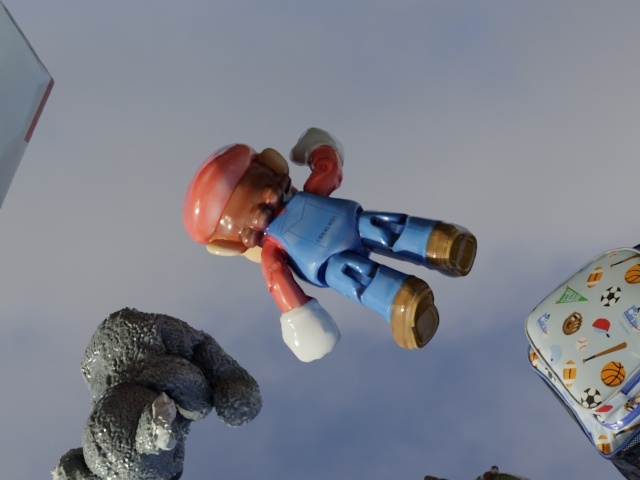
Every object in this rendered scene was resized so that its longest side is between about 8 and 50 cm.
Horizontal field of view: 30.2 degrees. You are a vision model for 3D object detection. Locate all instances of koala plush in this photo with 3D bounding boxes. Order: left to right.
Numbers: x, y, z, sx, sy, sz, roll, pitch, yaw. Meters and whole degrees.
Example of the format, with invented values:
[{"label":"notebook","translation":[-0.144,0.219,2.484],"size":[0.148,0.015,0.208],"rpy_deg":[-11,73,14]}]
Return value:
[{"label":"koala plush","translation":[-0.206,0.202,1.349],"size":[0.196,0.203,0.221],"rpy_deg":[-31,-164,23]}]

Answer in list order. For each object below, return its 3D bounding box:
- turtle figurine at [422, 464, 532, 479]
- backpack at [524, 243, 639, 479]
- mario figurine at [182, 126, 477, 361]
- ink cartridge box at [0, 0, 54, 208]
[{"label":"turtle figurine","translation":[0.232,0.358,1.573],"size":[0.234,0.118,0.175],"rpy_deg":[-4,-178,33]},{"label":"backpack","translation":[0.395,0.122,1.415],"size":[0.263,0.213,0.276],"rpy_deg":[-41,-139,7]},{"label":"mario figurine","translation":[0.000,0.000,1.223],"size":[0.321,0.170,0.198],"rpy_deg":[24,-143,29]},{"label":"ink cartridge box","translation":[-0.186,-0.038,0.474],"size":[0.135,0.056,0.099],"rpy_deg":[-19,-146,17]}]
